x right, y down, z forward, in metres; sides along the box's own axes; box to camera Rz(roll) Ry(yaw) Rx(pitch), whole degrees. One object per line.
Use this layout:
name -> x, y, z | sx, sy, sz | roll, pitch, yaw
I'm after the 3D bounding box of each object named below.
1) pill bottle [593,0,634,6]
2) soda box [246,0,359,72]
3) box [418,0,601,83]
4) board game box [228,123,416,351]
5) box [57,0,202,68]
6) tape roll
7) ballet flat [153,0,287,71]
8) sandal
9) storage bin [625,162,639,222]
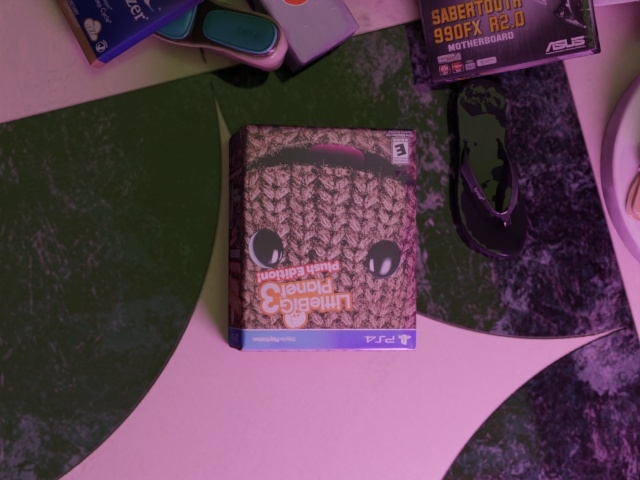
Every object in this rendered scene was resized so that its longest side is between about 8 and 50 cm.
pill bottle -> 0.393, -0.444, 1.836 | 0.131, 0.131, 0.229 | -9, 100, -11
soda box -> -0.069, -0.374, 1.774 | 0.098, 0.091, 0.286 | -34, 94, -10
box -> 0.253, -0.324, 1.796 | 0.231, 0.056, 0.183 | -8, 90, 19
board game box -> 0.000, 0.000, 1.747 | 0.232, 0.141, 0.291 | 0, 88, -10
box -> -0.234, -0.340, 1.718 | 0.225, 0.036, 0.136 | -30, 81, 11
tape roll -> 0.597, -0.104, 1.875 | 0.392, 0.072, 0.392 | 0, 90, -3
ballet flat -> -0.154, -0.288, 1.755 | 0.248, 0.086, 0.086 | 25, 83, 14
sandal -> 0.231, -0.099, 1.837 | 0.097, 0.054, 0.254 | -11, 90, -11
storage bin -> 0.555, -0.035, 1.705 | 0.260, 0.262, 0.123 | 30, 87, -3
